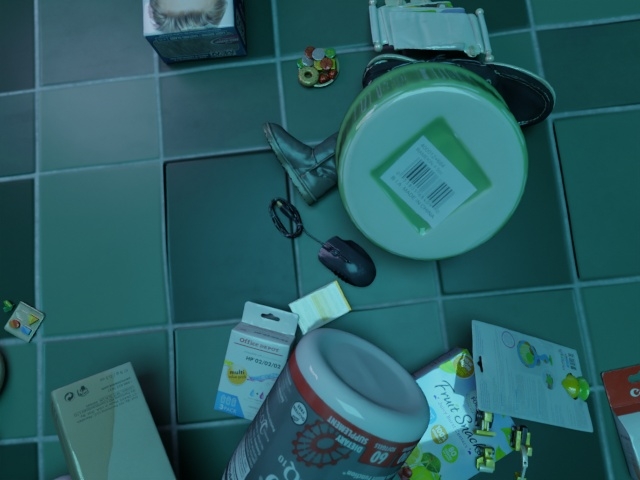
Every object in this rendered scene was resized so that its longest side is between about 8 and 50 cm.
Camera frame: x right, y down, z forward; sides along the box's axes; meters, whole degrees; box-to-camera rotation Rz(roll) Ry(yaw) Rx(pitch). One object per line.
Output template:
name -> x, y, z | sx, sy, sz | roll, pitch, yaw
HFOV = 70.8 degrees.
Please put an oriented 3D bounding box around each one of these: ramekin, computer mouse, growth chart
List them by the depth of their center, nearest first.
ramekin -> 0.167, -0.116, 0.709 | 0.303, 0.148, 0.303 | 3, 115, 7
computer mouse -> 0.000, 0.000, 0.825 | 0.242, 0.041, 0.071 | 36, 86, 8
growth chart -> 0.206, -0.408, 0.856 | 0.237, 0.021, 0.172 | 6, 61, 4

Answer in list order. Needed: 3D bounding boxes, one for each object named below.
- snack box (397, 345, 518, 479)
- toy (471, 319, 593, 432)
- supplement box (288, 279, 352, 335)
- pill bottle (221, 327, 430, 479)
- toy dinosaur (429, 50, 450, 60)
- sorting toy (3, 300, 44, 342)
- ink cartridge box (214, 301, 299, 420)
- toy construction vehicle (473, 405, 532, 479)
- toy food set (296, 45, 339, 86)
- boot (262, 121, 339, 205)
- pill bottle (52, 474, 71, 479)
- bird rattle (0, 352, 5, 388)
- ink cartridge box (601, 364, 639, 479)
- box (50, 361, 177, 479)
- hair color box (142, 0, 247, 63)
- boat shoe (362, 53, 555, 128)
snack box -> 0.200, 0.306, 0.757 | 0.207, 0.070, 0.174 | -32, 81, -3
toy -> 0.332, 0.226, 0.736 | 0.237, 0.056, 0.137 | 16, 59, -17
supplement box -> 0.000, 0.120, 0.810 | 0.098, 0.036, 0.062 | -26, 82, -1
pill bottle -> -0.018, 0.331, 0.663 | 0.210, 0.210, 0.363 | 31, 104, 7
toy dinosaur -> 0.212, -0.334, 0.861 | 0.090, 0.047, 0.082 | -20, 63, 11
sorting toy -> -0.571, 0.148, 0.849 | 0.083, 0.012, 0.062 | 27, 85, 6
ink cartridge box -> -0.108, 0.208, 0.773 | 0.104, 0.061, 0.181 | 14, 96, 5
toy construction vehicle -> 0.282, 0.316, 0.699 | 0.085, 0.035, 0.098 | 10, 82, 2
toy food set -> -0.005, -0.341, 0.882 | 0.083, 0.020, 0.083 | -4, 82, 3
boot -> 0.022, -0.186, 0.832 | 0.208, 0.076, 0.190 | -34, 96, 5
pill bottle -> -0.506, 0.529, 0.709 | 0.323, 0.181, 0.181 | -29, 82, -1
bird rattle -> -0.666, 0.263, 0.787 | 0.253, 0.143, 0.207 | 43, 70, 5
ink cartridge box -> 0.574, 0.299, 0.751 | 0.145, 0.045, 0.179 | -12, 84, 1
box -> -0.308, 0.370, 0.700 | 0.121, 0.148, 0.311 | -16, 67, -37
hair color box -> -0.247, -0.539, 0.881 | 0.173, 0.105, 0.347 | -5, 83, 3
boat shoe -> 0.234, -0.251, 0.786 | 0.340, 0.113, 0.127 | 18, 126, 7
